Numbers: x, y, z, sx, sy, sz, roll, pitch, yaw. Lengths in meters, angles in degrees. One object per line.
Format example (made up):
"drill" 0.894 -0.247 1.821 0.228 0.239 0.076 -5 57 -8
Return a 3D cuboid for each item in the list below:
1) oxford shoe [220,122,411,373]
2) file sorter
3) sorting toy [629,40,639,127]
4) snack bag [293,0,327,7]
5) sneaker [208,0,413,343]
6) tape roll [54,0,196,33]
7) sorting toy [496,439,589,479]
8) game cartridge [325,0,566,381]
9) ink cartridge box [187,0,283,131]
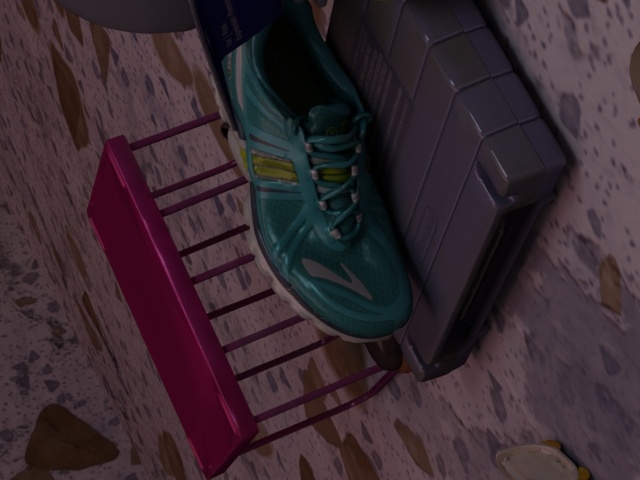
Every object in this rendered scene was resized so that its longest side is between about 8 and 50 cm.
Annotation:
"oxford shoe" 0.000 0.000 1.557 0.271 0.098 0.097 64 163 15
"file sorter" -0.070 0.039 1.683 0.290 0.182 0.202 65 162 11
"sorting toy" 0.228 -0.013 0.918 0.208 0.038 0.193 71 164 -5
"snack bag" -0.066 -0.380 1.248 0.323 0.037 0.342 72 -178 -51
"sneaker" -0.006 -0.055 1.320 0.275 0.107 0.110 67 154 5
"tape roll" -0.129 -0.266 1.430 0.219 0.219 0.072 59 162 31
"sorting toy" 0.176 0.195 1.348 0.083 0.045 0.075 45 159 54
"game cartridge" 0.072 -0.063 1.330 0.355 0.068 0.230 105 145 -64
"ink cartridge box" -0.088 -0.276 1.248 0.176 0.069 0.371 74 -177 -64
